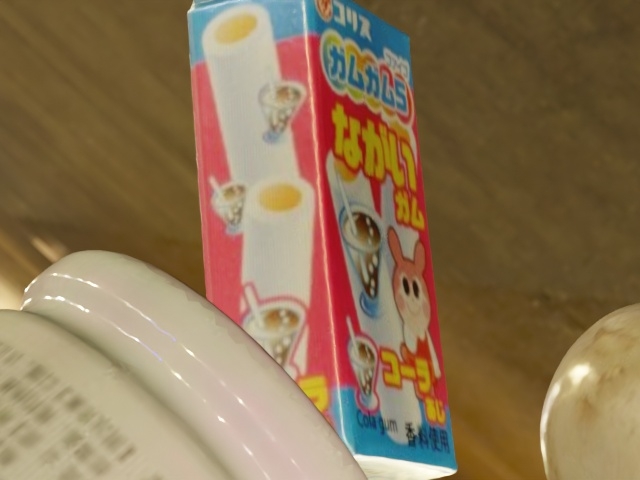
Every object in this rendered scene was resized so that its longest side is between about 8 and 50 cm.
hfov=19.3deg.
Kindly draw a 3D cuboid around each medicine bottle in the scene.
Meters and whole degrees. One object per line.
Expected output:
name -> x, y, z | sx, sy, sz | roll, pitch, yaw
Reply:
medicine bottle -> -0.139, 0.168, 0.625 | 0.202, 0.316, 0.202 | 38, 151, 25

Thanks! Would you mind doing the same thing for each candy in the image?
candy -> 0.001, 0.000, 1.192 | 0.100, 0.306, 0.157 | -13, 164, 26

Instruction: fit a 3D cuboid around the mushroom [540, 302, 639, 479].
mushroom -> 0.298, 0.127, 1.190 | 0.297, 0.290, 0.297 | 38, 171, 7
